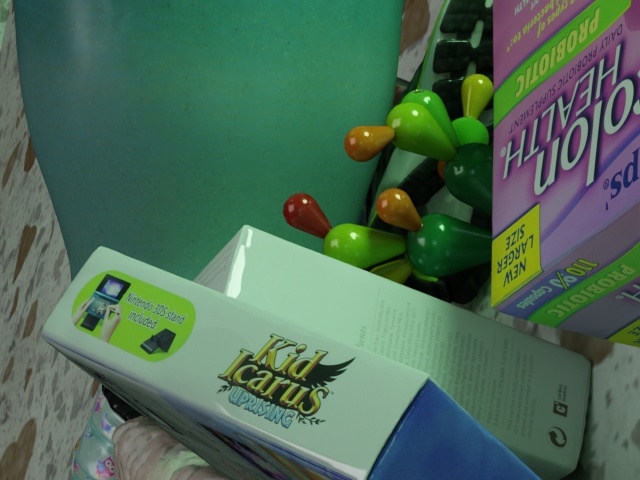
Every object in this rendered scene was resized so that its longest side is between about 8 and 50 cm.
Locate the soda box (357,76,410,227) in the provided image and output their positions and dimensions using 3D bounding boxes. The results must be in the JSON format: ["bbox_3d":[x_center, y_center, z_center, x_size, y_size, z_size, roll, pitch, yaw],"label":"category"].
[{"bbox_3d":[0.000,0.000,1.456,0.083,0.092,0.263,-144,66,-70],"label":"soda box"}]

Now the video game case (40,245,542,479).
[{"bbox_3d":[0.026,0.119,0.967,0.244,0.269,0.061,20,73,46],"label":"video game case"}]

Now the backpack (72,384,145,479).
[{"bbox_3d":[-0.095,0.169,1.477,0.115,0.182,0.152,-70,21,9],"label":"backpack"}]

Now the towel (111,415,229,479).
[{"bbox_3d":[-0.059,0.289,1.265,0.332,0.053,0.317,-168,64,-71],"label":"towel"}]

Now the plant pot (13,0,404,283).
[{"bbox_3d":[-0.074,-0.084,1.281,0.271,0.272,0.255,-177,87,-70],"label":"plant pot"}]

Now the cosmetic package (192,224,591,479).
[{"bbox_3d":[0.028,0.084,1.139,0.117,0.231,0.085,-44,28,53],"label":"cosmetic package"}]

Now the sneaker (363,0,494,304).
[{"bbox_3d":[0.097,-0.100,1.302,0.300,0.111,0.121,-64,18,19],"label":"sneaker"}]

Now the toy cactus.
[{"bbox_3d":[0.102,-0.015,1.159,0.180,0.219,0.112,47,141,21],"label":"toy cactus"}]

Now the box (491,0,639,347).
[{"bbox_3d":[0.190,-0.097,1.015,0.213,0.117,0.243,138,140,-55],"label":"box"}]
